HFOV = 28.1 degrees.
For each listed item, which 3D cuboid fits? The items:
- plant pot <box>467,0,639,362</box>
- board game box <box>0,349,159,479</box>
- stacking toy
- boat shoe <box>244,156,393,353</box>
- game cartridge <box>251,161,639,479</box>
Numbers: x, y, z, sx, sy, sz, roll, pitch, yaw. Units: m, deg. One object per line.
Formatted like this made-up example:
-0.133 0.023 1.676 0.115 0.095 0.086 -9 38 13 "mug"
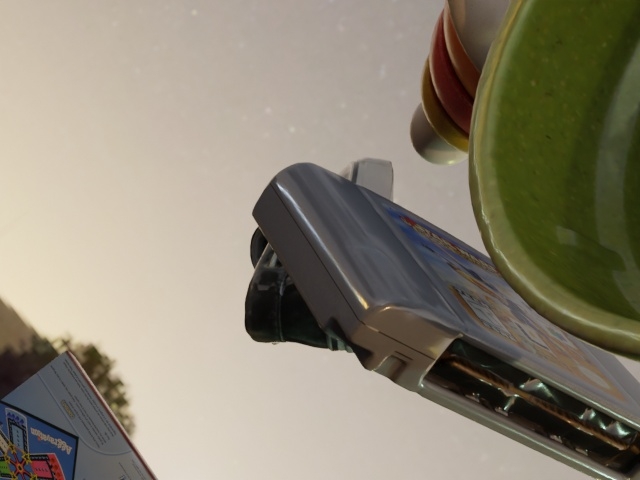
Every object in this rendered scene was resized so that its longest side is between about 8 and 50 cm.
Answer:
0.236 -0.022 0.421 0.254 0.276 0.276 36 -7 -29 "plant pot"
-0.240 0.255 1.275 0.281 0.145 0.027 49 -8 29 "board game box"
0.255 -0.228 1.868 0.350 0.350 0.480 51 -31 4 "stacking toy"
0.000 0.000 1.066 0.335 0.119 0.121 -70 161 -76 "boat shoe"
0.100 0.055 0.817 0.297 0.062 0.198 28 20 -33 "game cartridge"
